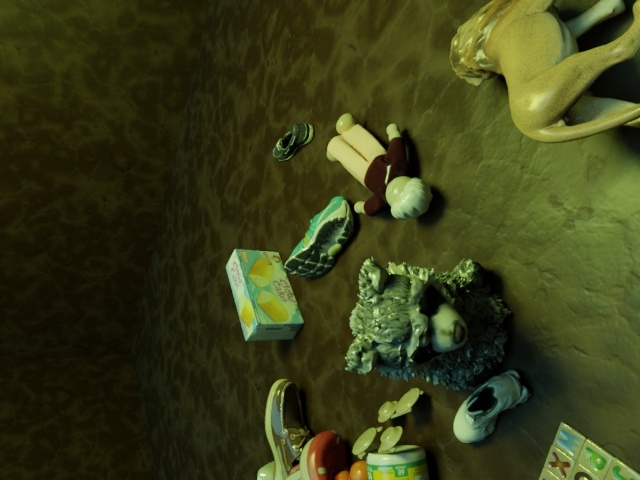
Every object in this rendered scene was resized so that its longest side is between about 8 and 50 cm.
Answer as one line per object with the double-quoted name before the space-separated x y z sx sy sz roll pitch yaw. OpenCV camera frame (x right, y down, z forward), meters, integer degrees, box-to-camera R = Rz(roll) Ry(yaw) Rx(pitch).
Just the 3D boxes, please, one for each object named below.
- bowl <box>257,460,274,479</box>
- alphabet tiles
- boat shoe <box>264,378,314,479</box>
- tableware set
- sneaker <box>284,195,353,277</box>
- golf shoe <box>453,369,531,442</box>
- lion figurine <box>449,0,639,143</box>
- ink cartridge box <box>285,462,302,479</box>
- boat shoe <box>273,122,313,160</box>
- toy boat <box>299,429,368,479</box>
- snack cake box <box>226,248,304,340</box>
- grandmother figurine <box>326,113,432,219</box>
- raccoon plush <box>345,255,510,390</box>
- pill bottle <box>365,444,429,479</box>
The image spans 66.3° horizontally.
"bowl" -0.109 0.670 1.312 0.053 0.142 0.142 -10 75 21
"alphabet tiles" 0.380 0.410 0.674 0.198 0.009 0.238 32 113 54
"boat shoe" -0.057 0.531 1.261 0.123 0.123 0.342 -13 73 34
"tableware set" 0.132 0.357 0.959 0.020 0.168 0.141 46 144 -1
"sneaker" 0.000 0.000 1.256 0.275 0.106 0.110 -49 28 37
"golf shoe" 0.258 0.277 0.809 0.069 0.085 0.176 59 135 40
"lion figurine" 0.303 -0.240 0.668 0.240 0.142 0.392 -28 35 30
"ink cartridge box" -0.031 0.600 1.102 0.072 0.175 0.128 -32 88 15
"boat shoe" -0.098 -0.293 1.443 0.206 0.064 0.075 -20 70 55
"toy boat" 0.055 0.530 1.078 0.151 0.151 0.231 -33 55 15
"snack cake box" -0.165 0.155 1.419 0.089 0.152 0.265 -56 44 37
"grandmother figurine" 0.121 -0.145 1.058 0.342 0.103 0.208 52 137 50
"raccoon plush" 0.099 0.162 0.859 0.446 0.299 0.216 -32 56 52
"pill bottle" 0.154 0.503 0.916 0.117 0.117 0.209 -27 64 53
